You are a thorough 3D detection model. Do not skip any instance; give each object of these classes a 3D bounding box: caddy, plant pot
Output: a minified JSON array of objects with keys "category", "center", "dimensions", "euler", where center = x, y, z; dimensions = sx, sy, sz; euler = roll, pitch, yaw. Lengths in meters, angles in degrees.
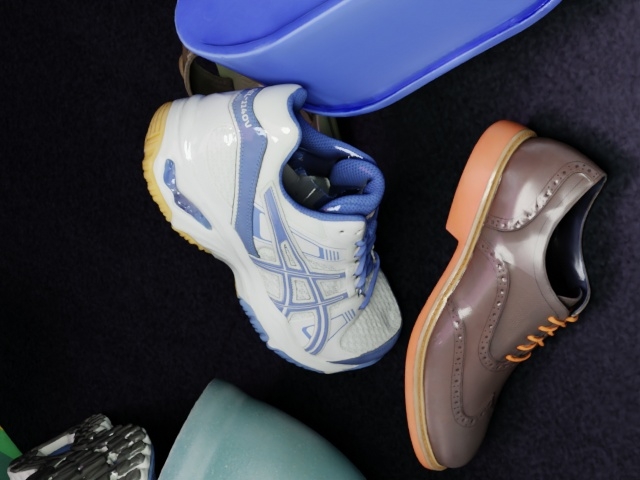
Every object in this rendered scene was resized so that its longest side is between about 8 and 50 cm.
[{"category":"caddy","center":[0.044,-0.233,1.256],"dimensions":[0.341,0.179,0.241],"euler":[-27,64,32]},{"category":"plant pot","center":[-0.040,0.275,1.408],"dimensions":[0.196,0.293,0.293],"euler":[19,115,6]}]

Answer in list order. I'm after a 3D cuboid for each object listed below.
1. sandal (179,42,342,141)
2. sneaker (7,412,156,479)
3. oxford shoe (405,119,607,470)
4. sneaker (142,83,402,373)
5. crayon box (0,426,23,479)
[{"category":"sandal","center":[-0.054,-0.126,1.418],"dimensions":[0.120,0.086,0.302],"euler":[-16,90,40]},{"category":"sneaker","center":[-0.175,0.239,1.527],"dimensions":[0.147,0.130,0.330],"euler":[61,172,-6]},{"category":"oxford shoe","center":[0.132,0.055,1.311],"dimensions":[0.098,0.097,0.271],"euler":[23,115,26]},{"category":"sneaker","center":[0.000,0.000,1.310],"dimensions":[0.131,0.296,0.111],"euler":[-13,52,28]},{"category":"crayon box","center":[-0.401,0.225,1.790],"dimensions":[0.318,0.081,0.202],"euler":[48,126,19]}]
